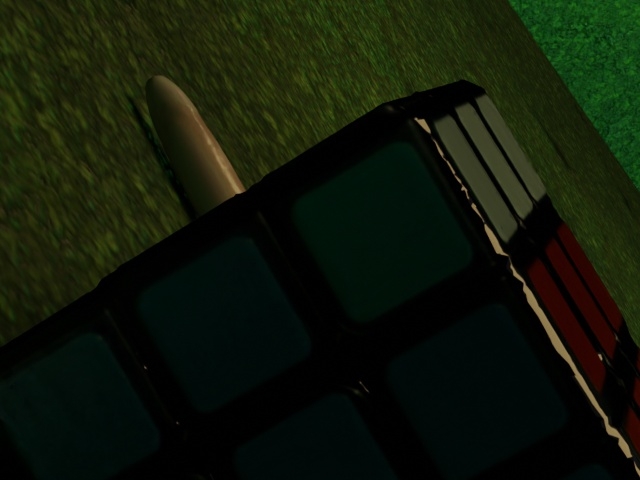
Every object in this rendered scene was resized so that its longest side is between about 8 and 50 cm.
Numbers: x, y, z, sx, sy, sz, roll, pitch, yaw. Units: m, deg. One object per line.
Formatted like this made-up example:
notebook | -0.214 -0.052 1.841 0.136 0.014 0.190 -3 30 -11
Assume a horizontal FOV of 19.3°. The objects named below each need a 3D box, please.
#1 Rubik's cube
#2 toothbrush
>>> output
Rubik's cube | 0.014 0.058 0.591 0.160 0.162 0.163 59 14 0
toothbrush | -0.003 0.059 0.825 0.307 0.025 0.029 61 21 8
